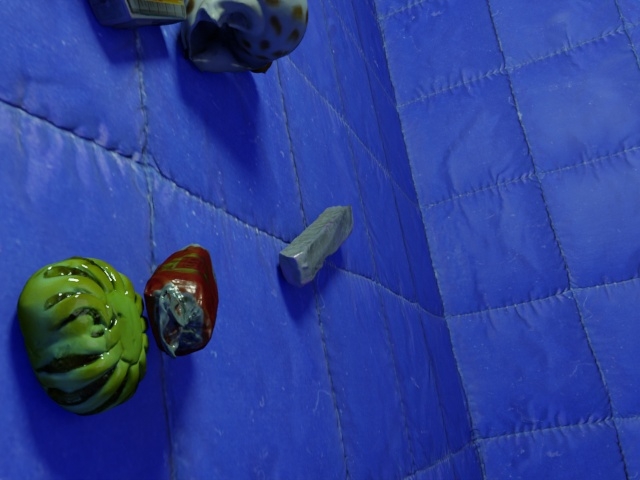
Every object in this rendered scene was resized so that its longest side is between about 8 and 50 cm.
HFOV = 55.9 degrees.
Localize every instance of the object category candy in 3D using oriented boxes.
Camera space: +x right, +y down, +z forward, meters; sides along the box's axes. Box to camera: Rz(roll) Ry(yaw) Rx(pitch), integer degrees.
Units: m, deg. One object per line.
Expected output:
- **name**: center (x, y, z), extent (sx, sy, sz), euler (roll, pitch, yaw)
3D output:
- **candy**: center (-0.142, 0.059, 0.635), extent (0.292, 0.059, 0.086), euler (-123, -161, -78)

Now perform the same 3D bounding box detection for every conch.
- **conch**: center (-0.111, -0.361, 0.958), extent (0.275, 0.183, 0.148), euler (-1, 69, -57)

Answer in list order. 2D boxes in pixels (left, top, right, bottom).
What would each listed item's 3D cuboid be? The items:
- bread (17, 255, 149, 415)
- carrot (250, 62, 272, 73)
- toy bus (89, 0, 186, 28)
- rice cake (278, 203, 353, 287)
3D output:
- **bread**: center (-0.202, 0.082, 0.535), extent (0.130, 0.071, 0.139), euler (38, 40, -68)
- **carrot**: center (-0.150, -0.382, 1.065), extent (0.225, 0.067, 0.067), euler (48, 32, -50)
- **toy bus**: center (-0.234, -0.314, 0.783), extent (0.172, 0.057, 0.072), euler (-57, 138, -66)
- **rice cake**: center (-0.001, 0.000, 1.193), extent (0.399, 0.064, 0.070), euler (-46, 128, -69)
